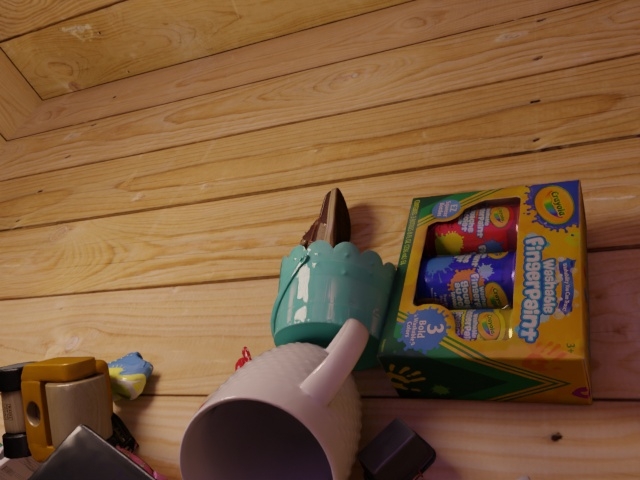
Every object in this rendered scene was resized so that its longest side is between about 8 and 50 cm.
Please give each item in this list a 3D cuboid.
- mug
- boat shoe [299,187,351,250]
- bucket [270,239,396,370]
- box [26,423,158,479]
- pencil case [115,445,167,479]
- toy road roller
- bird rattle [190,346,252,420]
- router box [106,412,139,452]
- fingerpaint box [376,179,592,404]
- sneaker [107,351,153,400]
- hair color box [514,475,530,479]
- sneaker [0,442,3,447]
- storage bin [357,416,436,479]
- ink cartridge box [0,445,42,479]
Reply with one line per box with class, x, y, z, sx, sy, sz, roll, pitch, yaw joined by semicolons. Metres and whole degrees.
mug;-0.033;0.297;1.103;0.374;0.276;0.328;-56;-5;20
boat shoe;0.000;0.000;1.598;0.123;0.123;0.342;-9;50;20
bucket;0.030;0.149;1.307;0.281;0.281;0.183;-7;53;24
box;-0.304;0.597;0.818;0.297;0.471;0.480;22;58;31
pencil case;-0.481;0.595;1.214;0.167;0.160;0.386;38;67;10
toy road roller;-0.540;0.351;1.355;0.330;0.202;0.241;-8;-1;35
bird rattle;-0.213;0.364;1.334;0.207;0.143;0.253;-31;34;23
router box;-0.494;0.474;1.439;0.092;0.038;0.122;-42;41;-17
fingerpaint box;0.349;0.094;1.257;0.371;0.163;0.444;-4;46;27
sneaker;-0.524;0.347;1.573;0.240;0.091;0.126;0;29;30
hair color box;0.301;0.536;0.861;0.174;0.105;0.347;-24;40;5
sneaker;-0.834;0.573;1.421;0.124;0.178;0.295;-23;41;7
storage bin;0.136;0.397;1.116;0.135;0.091;0.098;-40;41;-12
ink cartridge box;-0.699;0.521;1.453;0.150;0.109;0.063;-38;37;-12
